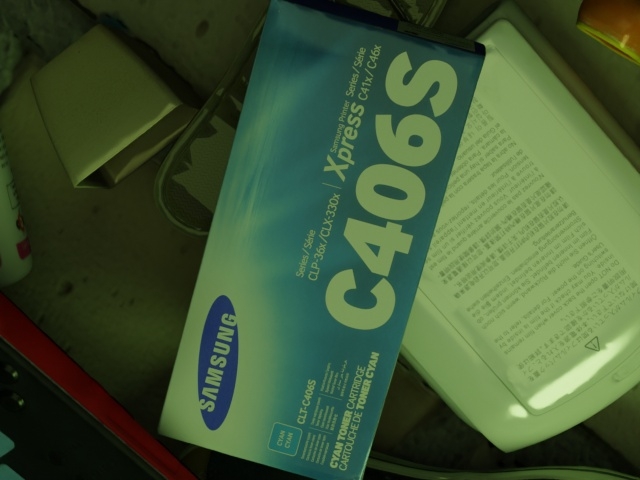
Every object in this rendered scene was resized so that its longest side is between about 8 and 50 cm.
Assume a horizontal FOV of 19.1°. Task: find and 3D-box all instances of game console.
[{"bbox_3d":[-0.293,0.188,1.494,0.342,0.060,0.386,46,133,-12],"label":"game console"}]

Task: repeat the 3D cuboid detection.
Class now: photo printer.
[{"bbox_3d":[0.153,0.000,1.527,0.256,0.107,0.307,-41,97,10],"label":"photo printer"}]

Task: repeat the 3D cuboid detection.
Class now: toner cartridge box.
[{"bbox_3d":[0.000,0.000,1.441,0.165,0.075,0.348,16,103,3],"label":"toner cartridge box"}]

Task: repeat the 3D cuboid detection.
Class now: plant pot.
[{"bbox_3d":[-0.168,-0.112,1.523,0.109,0.109,0.096,-37,84,8],"label":"plant pot"}]

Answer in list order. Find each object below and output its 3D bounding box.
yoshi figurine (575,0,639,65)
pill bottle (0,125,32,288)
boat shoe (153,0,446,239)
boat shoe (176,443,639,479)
[{"bbox_3d":[0.349,-0.270,1.401,0.203,0.203,0.362,33,96,-22],"label":"yoshi figurine"},{"bbox_3d":[-0.334,-0.092,1.498,0.160,0.160,0.283,-11,100,4],"label":"pill bottle"},{"bbox_3d":[-0.017,-0.133,1.508,0.302,0.103,0.113,-44,95,10],"label":"boat shoe"},{"bbox_3d":[0.113,0.271,1.533,0.500,0.156,0.187,11,124,2],"label":"boat shoe"}]
